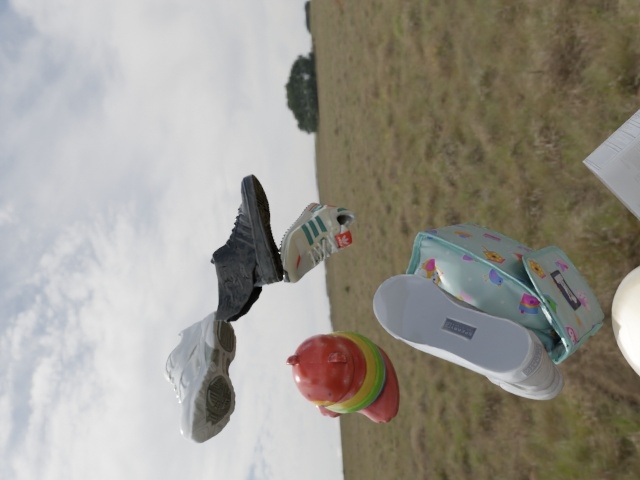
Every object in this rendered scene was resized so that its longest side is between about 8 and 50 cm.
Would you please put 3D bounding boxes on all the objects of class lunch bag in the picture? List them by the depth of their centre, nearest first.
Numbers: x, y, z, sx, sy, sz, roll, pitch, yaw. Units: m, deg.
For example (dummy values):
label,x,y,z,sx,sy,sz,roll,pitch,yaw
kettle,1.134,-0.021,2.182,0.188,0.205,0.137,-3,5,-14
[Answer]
label,x,y,z,sx,sy,sz,roll,pitch,yaw
lunch bag,0.278,0.079,0.928,0.223,0.262,0.160,-8,-61,-56

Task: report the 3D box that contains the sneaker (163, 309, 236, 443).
label,x,y,z,sx,sy,sz,roll,pitch,yaw
sneaker,-0.201,0.226,0.998,0.090,0.115,0.232,55,-158,-35

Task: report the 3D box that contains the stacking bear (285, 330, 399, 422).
label,x,y,z,sx,sy,sz,roll,pitch,yaw
stacking bear,0.034,0.244,1.146,0.289,0.175,0.164,42,-129,-65

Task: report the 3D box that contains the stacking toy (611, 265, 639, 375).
label,x,y,z,sx,sy,sz,roll,pitch,yaw
stacking toy,0.475,0.057,0.660,0.141,0.330,0.141,40,136,53

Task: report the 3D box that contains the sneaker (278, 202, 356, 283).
label,x,y,z,sx,sy,sz,roll,pitch,yaw
sneaker,0.000,0.000,0.851,0.161,0.075,0.057,-59,-35,-49

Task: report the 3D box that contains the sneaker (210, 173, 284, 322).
label,x,y,z,sx,sy,sz,roll,pitch,yaw
sneaker,-0.100,0.008,0.759,0.051,0.089,0.170,37,-143,-71

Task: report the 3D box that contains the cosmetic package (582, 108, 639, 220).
label,x,y,z,sx,sy,sz,roll,pitch,yaw
cosmetic package,0.468,-0.055,0.822,0.239,0.099,0.060,40,-161,-15

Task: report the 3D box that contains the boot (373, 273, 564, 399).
label,x,y,z,sx,sy,sz,roll,pitch,yaw
boot,0.186,0.132,0.810,0.258,0.095,0.123,26,167,50
